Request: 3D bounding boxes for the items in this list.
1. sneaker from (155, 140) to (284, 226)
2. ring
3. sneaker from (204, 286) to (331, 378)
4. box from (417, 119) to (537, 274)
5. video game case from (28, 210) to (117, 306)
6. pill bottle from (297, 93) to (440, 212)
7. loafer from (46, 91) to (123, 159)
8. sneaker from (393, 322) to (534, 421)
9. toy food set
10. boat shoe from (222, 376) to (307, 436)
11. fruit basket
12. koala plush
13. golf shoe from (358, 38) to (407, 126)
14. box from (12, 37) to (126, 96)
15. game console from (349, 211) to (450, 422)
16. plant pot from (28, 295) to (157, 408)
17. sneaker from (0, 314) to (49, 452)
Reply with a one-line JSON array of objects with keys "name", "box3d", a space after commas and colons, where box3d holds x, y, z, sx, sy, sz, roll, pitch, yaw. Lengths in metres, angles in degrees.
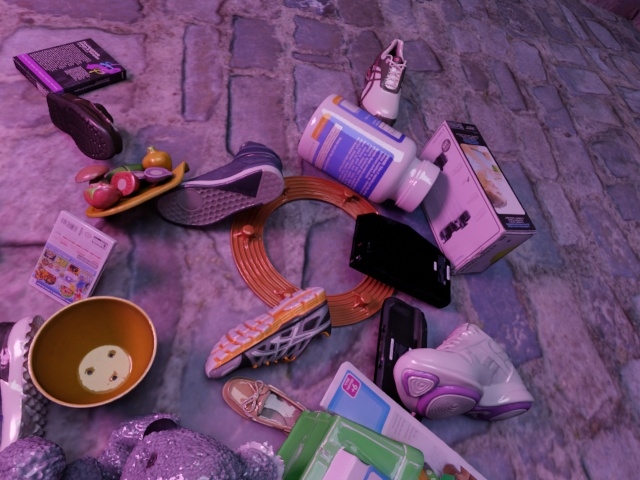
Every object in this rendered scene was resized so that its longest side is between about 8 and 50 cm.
[{"name": "sneaker", "box3d": [-0.176, -0.108, 0.738, 0.226, 0.086, 0.163, -13, 33, 2]}, {"name": "ring", "box3d": [0.000, 0.000, 0.763, 0.337, 0.032, 0.336, 10, 55, -15]}, {"name": "sneaker", "box3d": [-0.069, 0.152, 0.608, 0.215, 0.084, 0.083, -27, 104, -21]}, {"name": "box", "box3d": [0.304, -0.090, 0.855, 0.087, 0.169, 0.289, 0, 56, -23]}, {"name": "video game case", "box3d": [-0.351, 0.031, 0.567, 0.087, 0.122, 0.011, 31, 10, 1]}, {"name": "pill bottle", "box3d": [0.103, -0.173, 0.843, 0.272, 0.152, 0.152, 33, 52, 2]}, {"name": "loafer", "box3d": [-0.397, -0.210, 0.698, 0.220, 0.080, 0.078, 36, 41, 28]}, {"name": "sneaker", "box3d": [0.212, 0.200, 0.637, 0.305, 0.114, 0.152, 24, 40, -37]}, {"name": "toy food set", "box3d": [-0.319, -0.096, 0.642, 0.128, 0.071, 0.218, 11, 38, 44]}, {"name": "boat shoe", "box3d": [-0.066, 0.236, 0.566, 0.153, 0.048, 0.056, 32, 52, 2]}, {"name": "fruit basket", "box3d": [0.081, 0.375, 0.452, 0.353, 0.165, 0.327, 40, 60, -2]}, {"name": "koala plush", "box3d": [-0.155, 0.256, 0.382, 0.196, 0.221, 0.203, 23, 43, -60]}, {"name": "golf shoe", "box3d": [0.170, -0.416, 1.055, 0.105, 0.120, 0.272, 15, 55, -13]}, {"name": "box", "box3d": [-0.499, -0.346, 0.810, 0.116, 0.029, 0.162, 43, 55, 9]}, {"name": "game console", "box3d": [0.136, 0.122, 0.702, 0.213, 0.044, 0.361, 26, 53, -19]}, {"name": "plant pot", "box3d": [-0.280, 0.151, 0.513, 0.134, 0.095, 0.134, 10, 55, -14]}, {"name": "sneaker", "box3d": [-0.391, 0.227, 0.427, 0.146, 0.102, 0.293, -3, 54, -17]}]
